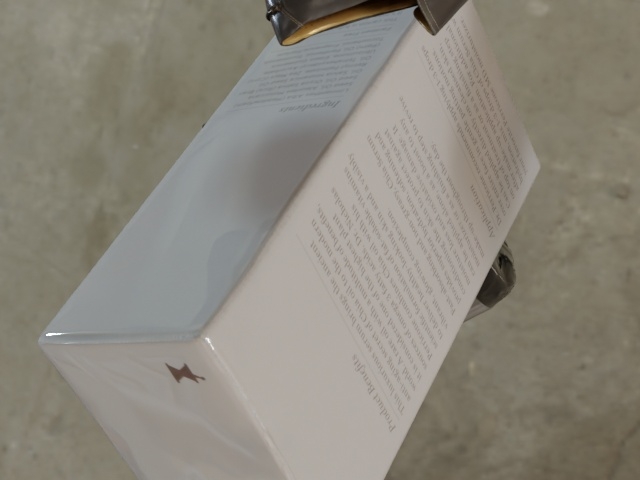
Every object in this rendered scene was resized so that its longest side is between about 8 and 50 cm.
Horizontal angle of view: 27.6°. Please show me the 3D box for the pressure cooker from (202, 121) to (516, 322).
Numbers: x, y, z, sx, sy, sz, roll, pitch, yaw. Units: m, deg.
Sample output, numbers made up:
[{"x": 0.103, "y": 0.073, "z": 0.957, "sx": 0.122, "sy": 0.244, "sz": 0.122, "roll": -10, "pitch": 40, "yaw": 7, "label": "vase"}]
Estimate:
[{"x": -0.003, "y": -0.003, "z": 1.709, "sx": 0.420, "sy": 0.375, "sz": 0.370, "roll": -29, "pitch": 29, "yaw": 14, "label": "pressure cooker"}]

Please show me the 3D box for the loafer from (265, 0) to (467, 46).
[{"x": 0.054, "y": -0.128, "z": 0.629, "sx": 0.170, "sy": 0.062, "sz": 0.061, "roll": -4, "pitch": 83, "yaw": 12, "label": "loafer"}]

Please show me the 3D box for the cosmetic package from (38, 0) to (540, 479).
[{"x": 0.004, "y": 0.001, "z": 1.044, "sx": 0.161, "sy": 0.230, "sz": 0.453, "roll": -3, "pitch": 39, "yaw": 35, "label": "cosmetic package"}]
